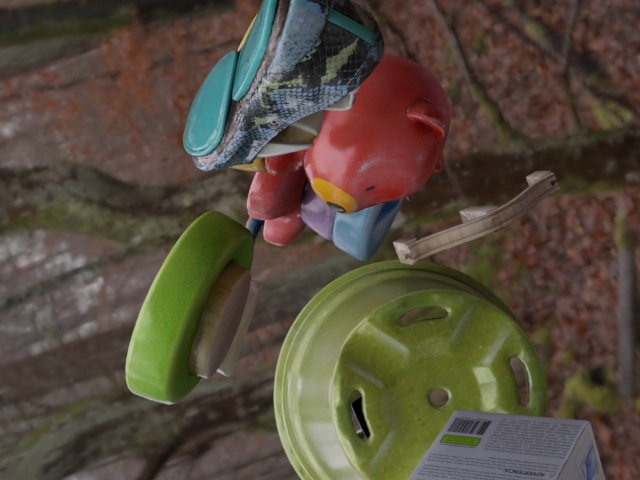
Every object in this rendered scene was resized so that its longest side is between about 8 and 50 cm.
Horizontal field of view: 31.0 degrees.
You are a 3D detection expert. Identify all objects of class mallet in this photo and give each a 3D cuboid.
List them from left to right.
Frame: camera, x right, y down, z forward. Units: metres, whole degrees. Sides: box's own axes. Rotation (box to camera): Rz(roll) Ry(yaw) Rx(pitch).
[{"bbox_3d":[0.030,0.186,1.128,0.062,0.039,0.189,64,155,4],"label":"mallet"}]

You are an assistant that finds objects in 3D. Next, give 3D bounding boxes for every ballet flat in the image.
[{"bbox_3d":[-0.020,-0.070,0.565,0.070,0.070,0.188,69,161,2],"label":"ballet flat"}]

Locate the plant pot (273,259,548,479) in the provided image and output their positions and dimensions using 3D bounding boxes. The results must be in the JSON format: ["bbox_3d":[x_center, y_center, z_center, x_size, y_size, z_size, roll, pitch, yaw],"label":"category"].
[{"bbox_3d":[0.092,0.142,1.056,0.254,0.276,0.276,102,148,-83],"label":"plant pot"}]

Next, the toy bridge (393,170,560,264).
[{"bbox_3d":[0.162,-0.022,1.156,0.026,0.188,0.063,67,162,-11],"label":"toy bridge"}]

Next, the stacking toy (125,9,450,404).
[{"bbox_3d":[0.000,0.000,0.806,0.309,0.130,0.280,24,-91,-80],"label":"stacking toy"}]

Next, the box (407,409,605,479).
[{"bbox_3d":[0.154,0.239,0.855,0.103,0.114,0.203,-46,-55,-44],"label":"box"}]

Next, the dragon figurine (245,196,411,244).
[{"bbox_3d":[0.023,-0.052,1.159,0.289,0.144,0.085,-57,-17,-60],"label":"dragon figurine"}]
